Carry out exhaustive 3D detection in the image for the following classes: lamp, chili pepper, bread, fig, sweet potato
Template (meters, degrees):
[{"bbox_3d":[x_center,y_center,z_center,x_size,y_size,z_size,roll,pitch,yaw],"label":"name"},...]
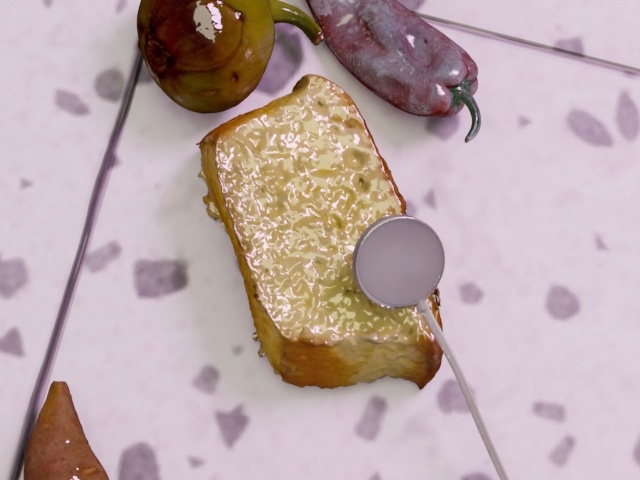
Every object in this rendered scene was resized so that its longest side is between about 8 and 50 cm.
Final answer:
[{"bbox_3d":[0.078,0.078,1.018,0.050,0.056,0.198,-29,101,-7],"label":"lamp"},{"bbox_3d":[0.040,-0.111,1.107,0.153,0.041,0.050,38,57,23],"label":"chili pepper"},{"bbox_3d":[0.000,0.000,1.069,0.103,0.065,0.187,-16,78,-11],"label":"bread"},{"bbox_3d":[-0.057,-0.122,1.095,0.098,0.082,0.084,-27,52,-36],"label":"fig"},{"bbox_3d":[-0.130,0.181,1.022,0.065,0.051,0.218,-14,76,-2],"label":"sweet potato"}]
